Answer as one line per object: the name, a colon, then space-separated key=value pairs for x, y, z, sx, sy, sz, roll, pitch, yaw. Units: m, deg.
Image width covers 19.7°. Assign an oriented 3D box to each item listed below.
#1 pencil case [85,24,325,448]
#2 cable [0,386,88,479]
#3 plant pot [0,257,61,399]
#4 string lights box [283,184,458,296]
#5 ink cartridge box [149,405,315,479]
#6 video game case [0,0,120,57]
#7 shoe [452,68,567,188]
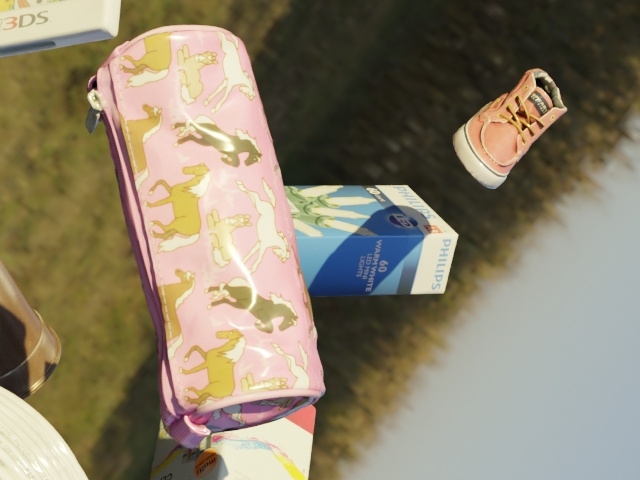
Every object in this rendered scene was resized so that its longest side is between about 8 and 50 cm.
pencil case: x=-0.109 y=-0.004 z=1.744 sx=0.167 sy=0.386 sz=0.160 roll=-16 pitch=169 yaw=6
cable: x=-0.288 y=0.235 z=1.510 sx=0.089 sy=0.257 sz=0.257 roll=-33 pitch=169 yaw=-50
plant pot: x=-0.433 y=0.101 z=2.309 sx=0.167 sy=0.167 sz=0.165 roll=-51 pitch=138 yaw=-33
string lights box: x=0.000 y=0.000 z=1.988 sx=0.133 sy=0.260 sz=0.076 roll=-132 pitch=-133 yaw=-54
ink cartridge box: x=-0.098 y=0.250 z=2.005 sx=0.128 sy=0.127 sz=0.176 roll=-30 pitch=-141 yaw=36
video game case: x=-0.255 y=-0.258 z=1.535 sx=0.026 sy=0.206 sz=0.227 roll=42 pitch=45 yaw=-58
shoe: x=0.182 y=-0.112 z=1.752 sx=0.081 sy=0.063 sz=0.178 roll=-41 pitch=-174 yaw=23
